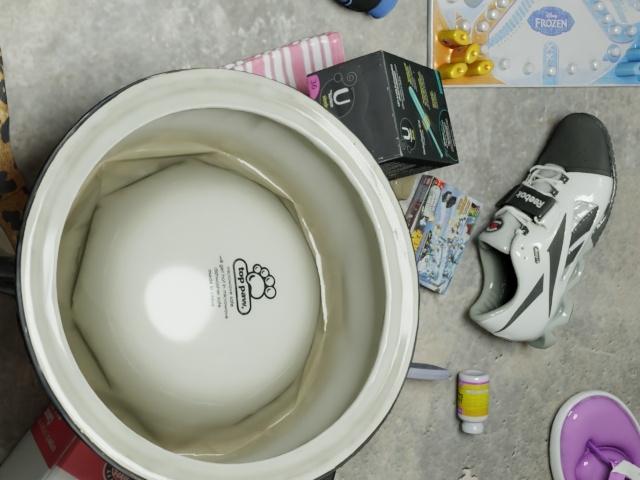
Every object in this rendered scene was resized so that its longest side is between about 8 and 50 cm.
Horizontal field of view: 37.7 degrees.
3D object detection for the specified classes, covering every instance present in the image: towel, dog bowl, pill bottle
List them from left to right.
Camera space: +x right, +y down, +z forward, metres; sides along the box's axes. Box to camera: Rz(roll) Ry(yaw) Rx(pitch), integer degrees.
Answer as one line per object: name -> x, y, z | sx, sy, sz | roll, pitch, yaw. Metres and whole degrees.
dog bowl -> -0.108, 0.047, 0.928 | 0.408, 0.150, 0.408 | 7, 76, -29
towel -> -0.044, -0.156, 1.124 | 0.197, 0.029, 0.144 | -23, 107, -22
pill bottle -> 0.213, 0.224, 1.306 | 0.043, 0.043, 0.083 | -4, 99, -26

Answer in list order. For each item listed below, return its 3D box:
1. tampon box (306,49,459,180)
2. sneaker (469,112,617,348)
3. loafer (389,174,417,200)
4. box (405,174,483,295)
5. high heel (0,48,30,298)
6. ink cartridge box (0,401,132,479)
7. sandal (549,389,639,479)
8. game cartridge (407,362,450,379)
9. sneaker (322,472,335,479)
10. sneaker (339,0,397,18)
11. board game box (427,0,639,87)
tampon box -> 0.073, -0.137, 1.082 | 0.161, 0.101, 0.120 | -1, 79, -60
sneaker -> 0.292, -0.022, 1.262 | 0.146, 0.122, 0.331 | 14, 91, -30
loafer -> 0.115, -0.115, 1.199 | 0.050, 0.056, 0.148 | 26, 96, -28
box -> 0.151, -0.007, 1.247 | 0.094, 0.027, 0.137 | 26, 86, -29
high heel -> -0.321, -0.071, 0.986 | 0.186, 0.093, 0.261 | 21, 75, -50
ink cartridge box -> -0.262, 0.378, 1.022 | 0.279, 0.160, 0.385 | 41, 78, -25
sandal -> 0.470, 0.413, 1.433 | 0.169, 0.102, 0.416 | -27, 109, -21
game cartridge -> 0.127, 0.173, 1.247 | 0.083, 0.056, 0.017 | 8, 87, -27
sneaker -> -0.032, 0.365, 1.157 | 0.087, 0.130, 0.227 | 42, 77, -28
sneaker -> 0.075, -0.388, 1.118 | 0.090, 0.081, 0.232 | 17, 92, -35
board game box -> 0.321, -0.403, 1.259 | 0.390, 0.050, 0.390 | -5, 100, -26
